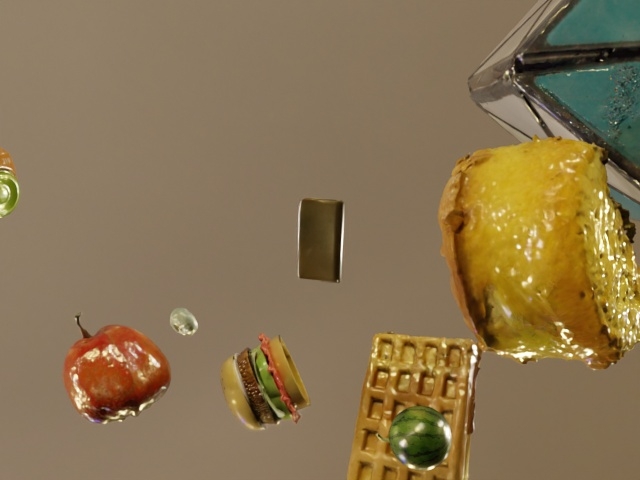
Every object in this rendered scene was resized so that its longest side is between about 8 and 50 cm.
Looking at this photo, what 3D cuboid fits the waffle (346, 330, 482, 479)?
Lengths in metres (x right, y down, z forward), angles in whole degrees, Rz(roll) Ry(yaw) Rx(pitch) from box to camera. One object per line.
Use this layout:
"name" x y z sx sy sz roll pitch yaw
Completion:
"waffle" 0.183 0.341 1.108 0.098 0.224 0.328 47 -129 -59

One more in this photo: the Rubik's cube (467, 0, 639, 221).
"Rubik's cube" 0.410 -0.218 0.736 0.307 0.310 0.305 41 -82 -2

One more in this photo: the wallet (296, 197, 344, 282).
"wallet" 0.000 0.000 1.371 0.110 0.031 0.198 4 -76 12

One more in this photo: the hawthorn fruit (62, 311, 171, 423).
"hawthorn fruit" -0.347 0.202 0.947 0.157 0.157 0.194 -36 -91 -3

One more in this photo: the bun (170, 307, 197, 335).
"bun" -0.339 0.203 1.420 0.045 0.083 0.083 -44 -46 -35

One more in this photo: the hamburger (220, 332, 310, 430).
"hamburger" -0.106 0.258 1.034 0.136 0.175 0.175 -23 -54 -2

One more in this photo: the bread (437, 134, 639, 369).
"bread" 0.217 0.039 0.567 0.147 0.160 0.261 -55 -53 -39

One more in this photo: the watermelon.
"watermelon" 0.153 0.311 0.904 0.109 0.109 0.109 -12 -57 -19

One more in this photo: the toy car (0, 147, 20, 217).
"toy car" -0.555 -0.140 0.824 0.145 0.235 0.235 12 -59 14
